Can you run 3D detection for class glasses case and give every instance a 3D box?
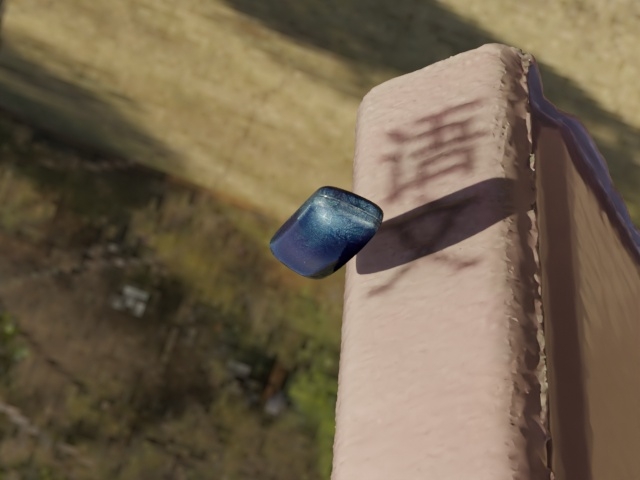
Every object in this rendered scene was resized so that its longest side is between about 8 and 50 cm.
[{"bbox_3d":[0.000,0.000,0.861,0.033,0.023,0.083,21,156,-12],"label":"glasses case"}]

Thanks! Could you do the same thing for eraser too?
[{"bbox_3d":[0.114,0.108,0.967,0.122,0.359,0.272,-20,127,21],"label":"eraser"}]
